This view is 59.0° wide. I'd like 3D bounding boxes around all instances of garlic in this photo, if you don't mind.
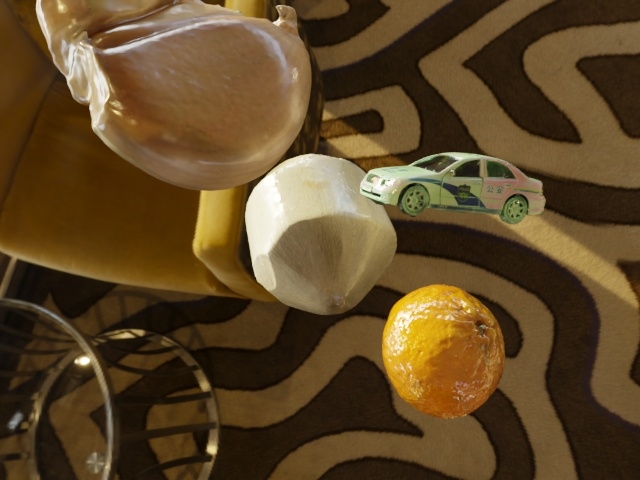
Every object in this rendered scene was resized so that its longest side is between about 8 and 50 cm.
[{"bbox_3d":[-0.115,-0.143,0.523,0.228,0.110,0.217,-19,72,-32],"label":"garlic"}]

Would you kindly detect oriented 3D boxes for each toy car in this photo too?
[{"bbox_3d":[0.158,-0.067,0.671,0.224,0.090,0.076,3,103,-21],"label":"toy car"}]

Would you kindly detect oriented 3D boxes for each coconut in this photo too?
[{"bbox_3d":[0.000,0.000,0.932,0.237,0.237,0.266,-21,61,6],"label":"coconut"}]

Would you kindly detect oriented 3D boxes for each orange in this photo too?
[{"bbox_3d":[0.127,0.112,0.581,0.135,0.117,0.136,4,76,-18],"label":"orange"}]
